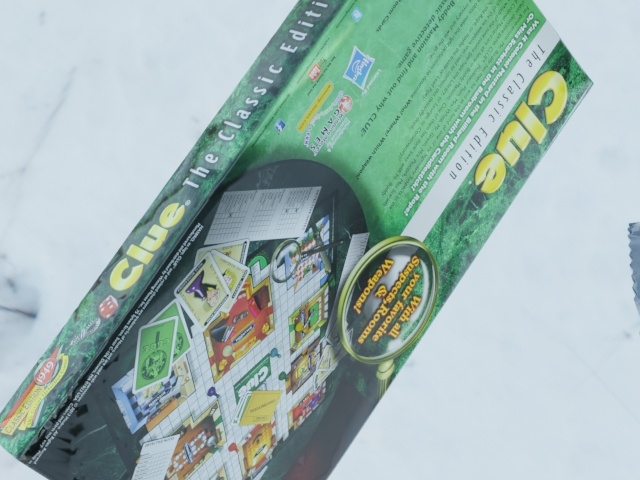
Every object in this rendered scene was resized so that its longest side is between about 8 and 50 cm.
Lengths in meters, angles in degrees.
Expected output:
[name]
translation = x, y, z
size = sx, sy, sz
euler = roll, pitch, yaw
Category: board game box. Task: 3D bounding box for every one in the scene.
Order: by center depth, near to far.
[board game box]
translation = 0.000, 0.000, 0.577
size = 0.030, 0.136, 0.260
euler = 22, 73, 49

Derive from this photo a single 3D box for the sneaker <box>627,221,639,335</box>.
[sneaker]
translation = 0.180, 0.130, 0.402
size = 0.131, 0.112, 0.319
euler = -16, 79, 12
